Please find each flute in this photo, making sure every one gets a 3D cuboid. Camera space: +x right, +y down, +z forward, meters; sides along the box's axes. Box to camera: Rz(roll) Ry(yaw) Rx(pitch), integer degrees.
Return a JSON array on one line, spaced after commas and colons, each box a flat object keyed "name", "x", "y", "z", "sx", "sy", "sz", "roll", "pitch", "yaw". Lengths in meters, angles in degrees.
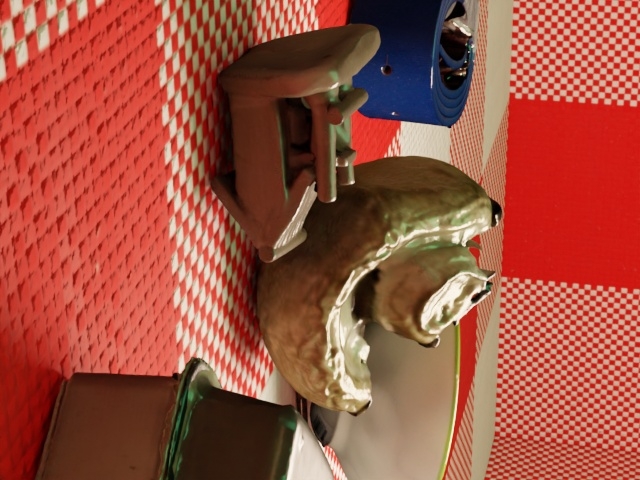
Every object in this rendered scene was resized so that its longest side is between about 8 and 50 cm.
[{"name": "flute", "x": -0.022, "y": 0.138, "z": 1.607, "sx": 0.014, "sy": 0.014, "sz": 0.269, "roll": -66, "pitch": 158, "yaw": -55}]

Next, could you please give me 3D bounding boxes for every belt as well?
[{"name": "belt", "x": 0.121, "y": -0.253, "z": 1.869, "sx": 0.347, "sy": 0.117, "sz": 0.212, "roll": -17, "pitch": 113, "yaw": -75}]

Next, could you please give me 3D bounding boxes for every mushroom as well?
[{"name": "mushroom", "x": 0.035, "y": 0.013, "z": 1.415, "sx": 0.267, "sy": 0.189, "sz": 0.164, "roll": -44, "pitch": 135, "yaw": 3}]

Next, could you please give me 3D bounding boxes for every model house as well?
[{"name": "model house", "x": -0.021, "y": -0.088, "z": 1.277, "sx": 0.229, "sy": 0.122, "sz": 0.188, "roll": -59, "pitch": 154, "yaw": -69}]

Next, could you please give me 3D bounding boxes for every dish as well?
[{"name": "dish", "x": 0.054, "y": 0.141, "z": 1.637, "sx": 0.324, "sy": 0.124, "sz": 0.324, "roll": -176, "pitch": -90, "yaw": -80}]

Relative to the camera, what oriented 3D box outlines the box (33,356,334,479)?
[{"name": "box", "x": -0.096, "y": 0.235, "z": 0.960, "sx": 0.220, "sy": 0.166, "sz": 0.290, "roll": 67, "pitch": 29, "yaw": -64}]
